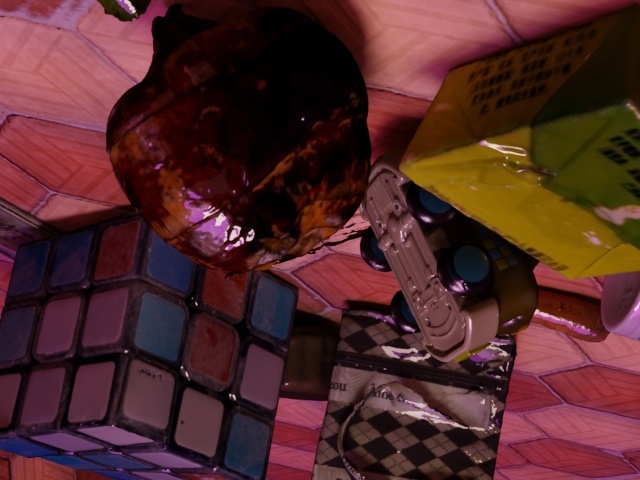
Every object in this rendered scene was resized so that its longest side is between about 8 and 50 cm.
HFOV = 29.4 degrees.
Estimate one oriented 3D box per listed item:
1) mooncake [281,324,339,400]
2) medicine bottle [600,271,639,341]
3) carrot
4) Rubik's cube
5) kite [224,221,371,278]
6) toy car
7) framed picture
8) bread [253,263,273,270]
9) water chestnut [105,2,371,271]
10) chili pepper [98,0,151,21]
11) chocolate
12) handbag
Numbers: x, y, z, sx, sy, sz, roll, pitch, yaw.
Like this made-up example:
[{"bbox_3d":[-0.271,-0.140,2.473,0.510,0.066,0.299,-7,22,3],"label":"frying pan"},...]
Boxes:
[{"bbox_3d":[-0.063,0.212,2.144,0.228,0.124,0.228,5,170,1],"label":"mooncake"},{"bbox_3d":[0.486,0.073,1.472,0.253,0.152,0.152,16,158,-4],"label":"medicine bottle"},{"bbox_3d":[0.304,0.093,1.762,0.247,0.059,0.059,16,158,3],"label":"carrot"},{"bbox_3d":[-0.290,0.190,1.950,0.362,0.363,0.358,-14,147,41],"label":"Rubik's cube"},{"bbox_3d":[0.000,0.000,1.657,0.285,0.152,0.015,-16,104,43],"label":"kite"},{"bbox_3d":[0.176,-0.002,1.421,0.198,0.248,0.204,-20,168,-21],"label":"toy car"},{"bbox_3d":[-0.517,-0.007,2.070,0.217,0.017,0.274,-9,148,44],"label":"framed picture"},{"bbox_3d":[-0.101,-0.037,1.574,0.160,0.147,0.260,24,156,-17],"label":"bread"},{"bbox_3d":[-0.080,-0.110,1.249,0.289,0.289,0.244,35,178,-42],"label":"water chestnut"},{"bbox_3d":[-0.298,-0.320,1.108,0.359,0.076,0.085,35,-171,-38],"label":"chili pepper"},{"bbox_3d":[0.287,-0.086,1.232,0.300,0.137,0.288,30,153,-32],"label":"chocolate"},{"bbox_3d":[0.156,0.340,1.968,0.316,0.416,0.180,8,167,14],"label":"handbag"}]
